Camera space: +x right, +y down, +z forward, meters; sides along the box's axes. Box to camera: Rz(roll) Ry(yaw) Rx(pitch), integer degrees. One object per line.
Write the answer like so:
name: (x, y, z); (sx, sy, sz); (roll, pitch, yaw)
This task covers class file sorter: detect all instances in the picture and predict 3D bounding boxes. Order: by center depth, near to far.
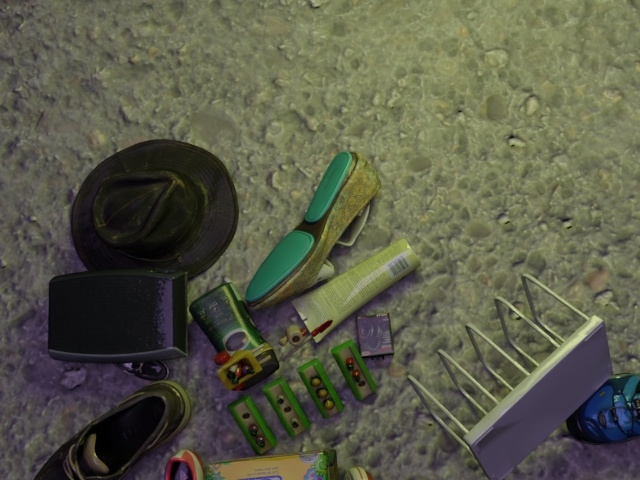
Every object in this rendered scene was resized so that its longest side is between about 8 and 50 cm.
file sorter: (0.311, 0.219, 1.239); (0.278, 0.193, 0.173); (-41, 49, -7)

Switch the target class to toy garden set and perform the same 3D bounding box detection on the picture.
toy garden set: (-0.046, 0.240, 1.290); (0.244, 0.049, 0.203); (-28, 110, -3)

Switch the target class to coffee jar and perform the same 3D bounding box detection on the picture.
coffee jar: (-0.153, 0.174, 1.355); (0.096, 0.079, 0.184); (-31, 74, -6)

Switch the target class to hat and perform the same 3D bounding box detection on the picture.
hat: (-0.326, -0.066, 1.405); (0.332, 0.134, 0.331); (-1, 75, 5)

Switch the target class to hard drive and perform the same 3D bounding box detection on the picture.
hard drive: (-0.366, 0.134, 1.348); (0.255, 0.054, 0.171); (-2, 83, 7)

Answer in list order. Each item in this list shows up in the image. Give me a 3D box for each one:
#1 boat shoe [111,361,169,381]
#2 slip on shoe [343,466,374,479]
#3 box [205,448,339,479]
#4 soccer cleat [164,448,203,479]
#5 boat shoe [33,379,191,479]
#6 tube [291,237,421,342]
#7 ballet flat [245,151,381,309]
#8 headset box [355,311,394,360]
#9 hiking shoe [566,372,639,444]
boat shoe: (-0.338, 0.223, 1.377); (0.125, 0.038, 0.046); (23, 81, 10)
slip on shoe: (0.134, 0.523, 1.235); (0.101, 0.123, 0.331); (-22, 73, -25)
box: (-0.054, 0.472, 1.161); (0.177, 0.290, 0.279); (-7, 74, 2)
soccer cleat: (-0.230, 0.480, 1.273); (0.083, 0.095, 0.247); (-6, 75, 3)
boat shoe: (-0.386, 0.367, 1.295); (0.355, 0.130, 0.132); (-44, 76, -7)
tube: (0.068, 0.083, 1.379); (0.240, 0.062, 0.070); (-34, 32, 0)
ballet flat: (0.000, 0.000, 1.381); (0.123, 0.123, 0.348); (31, 80, 11)
headset box: (0.099, 0.175, 1.361); (0.062, 0.032, 0.083); (-6, 74, 2)
hiking shoe: (0.561, 0.262, 1.252); (0.304, 0.132, 0.113); (-16, 75, 0)
